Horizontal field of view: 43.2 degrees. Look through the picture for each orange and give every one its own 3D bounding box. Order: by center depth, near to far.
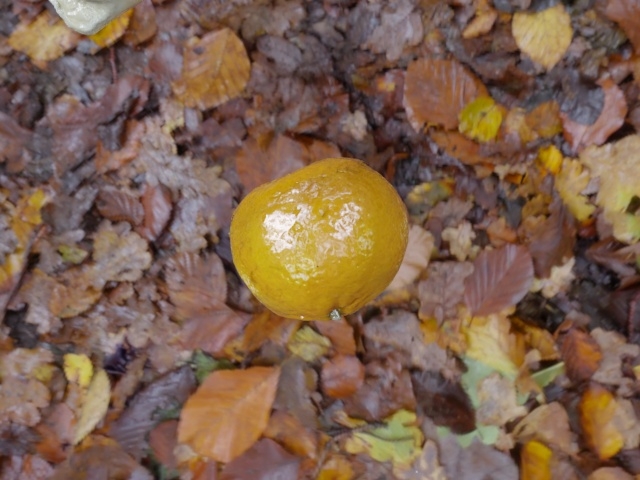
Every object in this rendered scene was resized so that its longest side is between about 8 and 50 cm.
[{"bbox_3d":[-0.001,-0.002,0.983,0.219,0.219,0.193,-5,95,5],"label":"orange"}]

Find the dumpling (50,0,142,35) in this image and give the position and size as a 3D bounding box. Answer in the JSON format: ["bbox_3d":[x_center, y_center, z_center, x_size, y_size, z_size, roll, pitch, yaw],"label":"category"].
[{"bbox_3d":[-0.272,-0.401,1.053,0.252,0.131,0.179,-41,104,3],"label":"dumpling"}]
